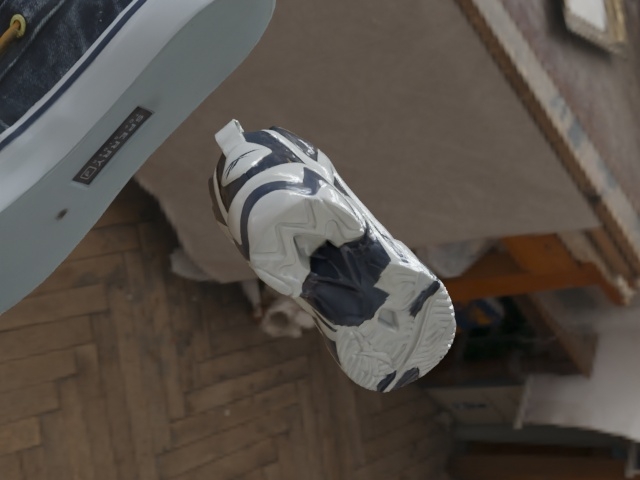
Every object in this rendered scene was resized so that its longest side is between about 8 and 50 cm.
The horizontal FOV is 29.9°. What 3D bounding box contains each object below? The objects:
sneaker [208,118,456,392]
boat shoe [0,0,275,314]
[{"bbox_3d":[0.000,0.000,0.827,0.235,0.094,0.153,37,15,-45],"label":"sneaker"},{"bbox_3d":[-0.104,-0.044,0.388,0.083,0.183,0.065,47,5,17],"label":"boat shoe"}]
